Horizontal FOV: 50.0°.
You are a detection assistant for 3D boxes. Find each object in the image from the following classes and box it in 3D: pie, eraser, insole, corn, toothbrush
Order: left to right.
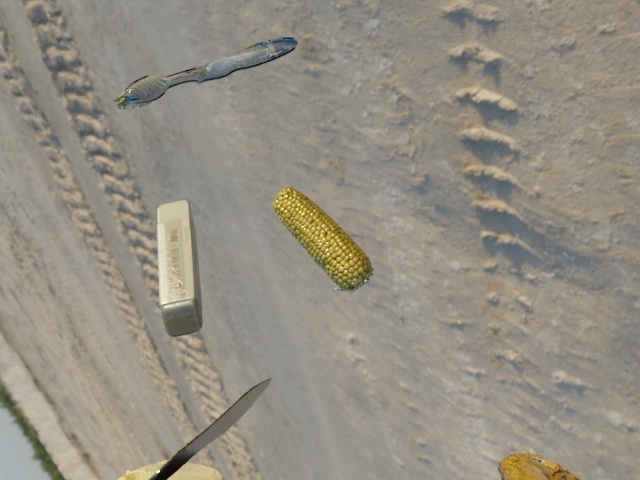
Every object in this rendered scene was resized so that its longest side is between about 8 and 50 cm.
[{"bbox_3d":[-0.331,0.058,1.606,0.061,0.089,0.352,79,178,-54],"label":"eraser"},{"bbox_3d":[-0.177,0.314,1.139,0.009,0.348,0.119,39,120,13],"label":"insole"},{"bbox_3d":[-0.148,-0.263,1.038,0.042,0.413,0.035,-19,102,40],"label":"toothbrush"},{"bbox_3d":[0.004,-0.003,1.421,0.260,0.091,0.091,46,155,6],"label":"corn"},{"bbox_3d":[0.377,0.408,1.007,0.273,0.069,0.273,41,-171,-8],"label":"pie"}]

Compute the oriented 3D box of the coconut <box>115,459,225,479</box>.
[{"bbox_3d":[-0.302,0.597,1.318,0.346,0.346,0.360,53,150,6],"label":"coconut"}]
